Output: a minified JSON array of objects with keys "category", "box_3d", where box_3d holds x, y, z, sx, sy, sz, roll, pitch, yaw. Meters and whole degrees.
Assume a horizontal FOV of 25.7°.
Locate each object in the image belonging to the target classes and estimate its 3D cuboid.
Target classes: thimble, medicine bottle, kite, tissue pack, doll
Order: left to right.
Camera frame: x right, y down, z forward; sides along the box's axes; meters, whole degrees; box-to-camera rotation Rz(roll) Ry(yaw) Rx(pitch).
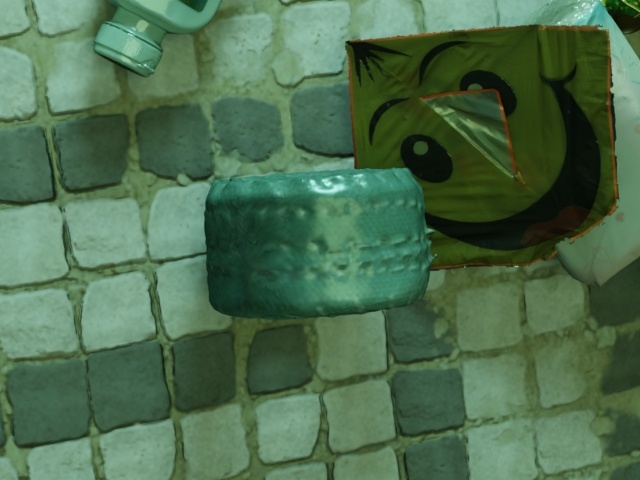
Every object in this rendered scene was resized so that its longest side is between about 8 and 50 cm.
[{"category":"medicine bottle","box_3d":[-0.148,-0.276,1.392,0.121,0.083,0.229,26,89,-21]},{"category":"thimble","box_3d":[0.000,0.000,1.417,0.235,0.198,0.143,-2,95,1]},{"category":"kite","box_3d":[0.150,-0.100,1.451,0.327,0.013,0.377,39,120,-12]},{"category":"tissue pack","box_3d":[0.281,-0.110,1.517,0.201,0.124,0.271,-37,109,11]},{"category":"doll","box_3d":[0.365,-0.268,1.557,0.113,0.076,0.078,-14,111,-14]}]
